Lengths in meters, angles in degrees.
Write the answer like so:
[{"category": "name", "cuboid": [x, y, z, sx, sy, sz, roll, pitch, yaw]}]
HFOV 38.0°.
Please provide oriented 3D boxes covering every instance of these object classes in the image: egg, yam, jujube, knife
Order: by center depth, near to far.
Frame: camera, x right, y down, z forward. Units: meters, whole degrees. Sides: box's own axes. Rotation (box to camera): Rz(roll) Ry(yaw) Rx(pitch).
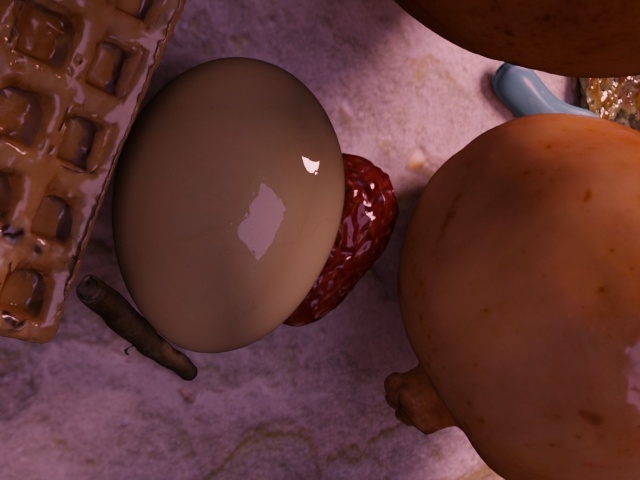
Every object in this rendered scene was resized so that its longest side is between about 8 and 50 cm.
[{"category": "egg", "cuboid": [-0.075, -0.029, 0.753, 0.186, 0.186, 0.241, 18, 76, -42]}, {"category": "yam", "cuboid": [-0.149, 0.082, 0.780, 0.234, 0.027, 0.029, 64, 27, -63]}, {"category": "jujube", "cuboid": [0.000, 0.000, 0.886, 0.112, 0.109, 0.176, 45, 71, -24]}, {"category": "knife", "cuboid": [0.277, -0.157, 1.122, 0.222, 0.031, 0.064, 27, 112, -40]}]

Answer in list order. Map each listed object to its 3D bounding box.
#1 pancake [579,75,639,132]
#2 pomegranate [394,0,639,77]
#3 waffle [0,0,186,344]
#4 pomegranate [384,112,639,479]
[{"category": "pancake", "cuboid": [0.398, -0.222, 1.194, 0.197, 0.054, 0.376, -50, 128, -16]}, {"category": "pomegranate", "cuboid": [0.219, -0.331, 0.777, 0.417, 0.417, 0.416, -14, 112, -37]}, {"category": "waffle", "cuboid": [-0.241, -0.129, 0.639, 0.261, 0.114, 0.376, 21, 90, -45]}, {"category": "pomegranate", "cuboid": [0.248, 0.084, 0.949, 0.412, 0.412, 0.411, -14, 112, -37]}]
